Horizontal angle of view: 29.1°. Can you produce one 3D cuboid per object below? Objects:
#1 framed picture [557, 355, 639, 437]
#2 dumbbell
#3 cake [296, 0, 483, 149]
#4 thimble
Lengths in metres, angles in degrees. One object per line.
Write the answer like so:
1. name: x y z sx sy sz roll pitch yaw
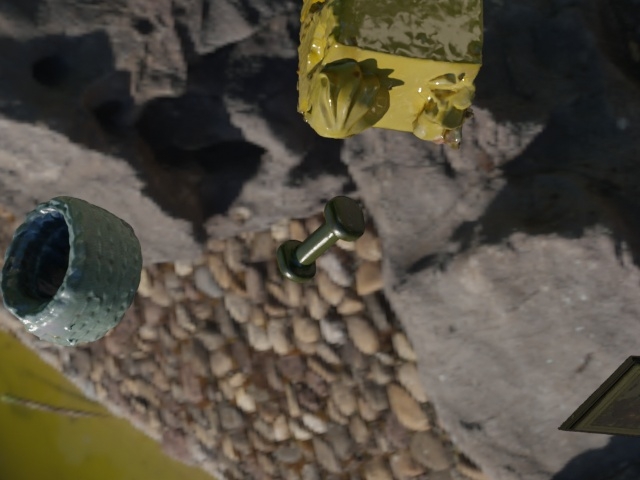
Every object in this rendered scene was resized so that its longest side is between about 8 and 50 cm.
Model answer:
1. framed picture: 0.413 0.187 1.479 0.199 0.195 0.010 -4 113 46
2. dumbbell: 0.000 0.000 1.320 0.118 0.046 0.052 -41 48 44
3. cake: 0.088 -0.256 1.658 0.222 0.227 0.286 126 146 -70
4. thimble: -0.431 0.055 2.124 0.205 0.172 0.250 9 78 40
